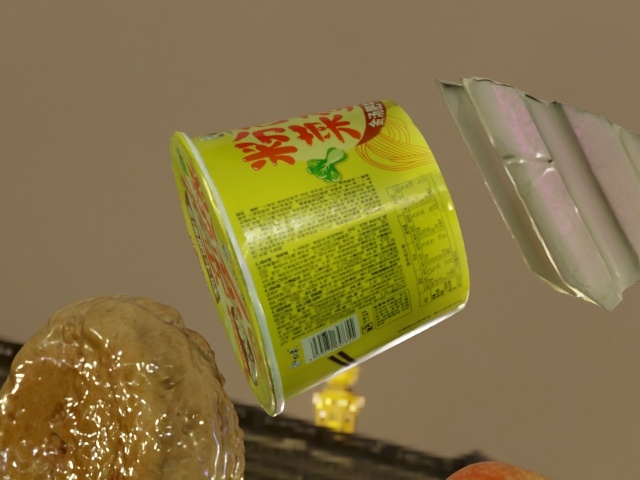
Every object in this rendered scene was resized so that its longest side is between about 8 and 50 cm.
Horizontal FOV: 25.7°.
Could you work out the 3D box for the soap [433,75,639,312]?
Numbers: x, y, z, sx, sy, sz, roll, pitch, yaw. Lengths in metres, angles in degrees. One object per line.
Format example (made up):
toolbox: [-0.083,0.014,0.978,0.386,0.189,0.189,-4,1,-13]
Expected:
soap: [0.314,-0.106,1.559,0.258,0.302,0.159,-28,5,-7]

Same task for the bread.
bread: [-0.154,0.157,1.078,0.230,0.229,0.123,-13,-21,36]

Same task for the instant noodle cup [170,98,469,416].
instant noodle cup: [0.000,0.000,1.414,0.222,0.311,0.311,-19,-21,-11]

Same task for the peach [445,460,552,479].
peach: [0.247,0.388,1.798,0.233,0.232,0.232,5,-23,2]
